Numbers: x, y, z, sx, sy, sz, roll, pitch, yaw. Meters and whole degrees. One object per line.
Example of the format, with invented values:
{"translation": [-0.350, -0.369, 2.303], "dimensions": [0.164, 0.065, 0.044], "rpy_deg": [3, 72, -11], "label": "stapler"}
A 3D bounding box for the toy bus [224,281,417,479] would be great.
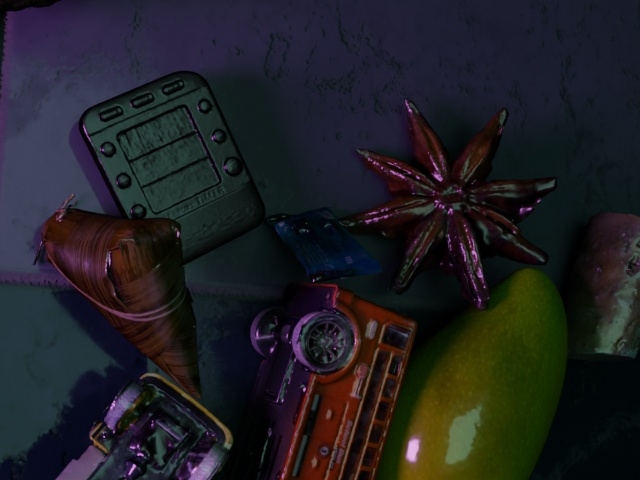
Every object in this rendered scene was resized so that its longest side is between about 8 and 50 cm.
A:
{"translation": [-0.017, 0.215, 0.939], "dimensions": [0.153, 0.143, 0.329], "rpy_deg": [22, 79, -24], "label": "toy bus"}

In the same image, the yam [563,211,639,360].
{"translation": [0.367, 0.068, 1.147], "dimensions": [0.107, 0.107, 0.194], "rpy_deg": [25, 76, -20], "label": "yam"}

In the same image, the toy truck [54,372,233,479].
{"translation": [-0.209, 0.268, 0.854], "dimensions": [0.124, 0.157, 0.272], "rpy_deg": [38, 63, 1], "label": "toy truck"}

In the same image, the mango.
{"translation": [0.176, 0.178, 1.027], "dimensions": [0.192, 0.156, 0.343], "rpy_deg": [42, 67, -27], "label": "mango"}

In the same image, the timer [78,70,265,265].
{"translation": [-0.156, -0.074, 0.962], "dimensions": [0.144, 0.055, 0.187], "rpy_deg": [-28, 100, -21], "label": "timer"}

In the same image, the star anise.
{"translation": [0.151, -0.039, 1.077], "dimensions": [0.272, 0.102, 0.272], "rpy_deg": [0, 71, 1], "label": "star anise"}

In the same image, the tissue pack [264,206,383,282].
{"translation": [0.000, 0.000, 0.984], "dimensions": [0.085, 0.138, 0.028], "rpy_deg": [-11, 128, -25], "label": "tissue pack"}

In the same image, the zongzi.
{"translation": [-0.195, 0.057, 0.889], "dimensions": [0.084, 0.187, 0.184], "rpy_deg": [-32, 120, -37], "label": "zongzi"}

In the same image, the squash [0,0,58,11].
{"translation": [-0.306, -0.346, 0.857], "dimensions": [0.252, 0.165, 0.252], "rpy_deg": [3, 82, -22], "label": "squash"}
